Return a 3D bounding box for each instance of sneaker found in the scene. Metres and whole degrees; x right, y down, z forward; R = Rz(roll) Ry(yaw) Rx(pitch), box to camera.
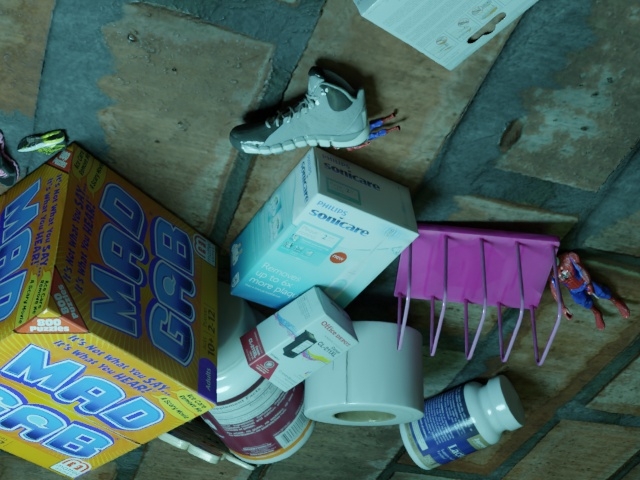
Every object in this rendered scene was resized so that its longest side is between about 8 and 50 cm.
[{"bbox_3d":[-0.454,-0.153,1.476,0.083,0.031,0.035,-11,138,6],"label":"sneaker"},{"bbox_3d":[-0.532,-0.125,1.480,0.047,0.057,0.119,-9,139,1],"label":"sneaker"},{"bbox_3d":[-0.035,-0.214,1.432,0.228,0.086,0.132,-6,126,-4],"label":"sneaker"}]

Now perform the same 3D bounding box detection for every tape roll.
[{"bbox_3d":[0.089,0.277,1.847,0.246,0.169,0.246,1,160,0],"label":"tape roll"}]

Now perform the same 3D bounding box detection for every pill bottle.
[{"bbox_3d":[-0.168,0.270,1.828,0.224,0.224,0.392,-16,136,11],"label":"pill bottle"},{"bbox_3d":[0.330,0.418,2.096,0.264,0.153,0.153,-29,133,23],"label":"pill bottle"}]

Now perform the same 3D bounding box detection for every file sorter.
[{"bbox_3d":[0.291,0.111,1.704,0.290,0.182,0.202,5,138,1],"label":"file sorter"}]

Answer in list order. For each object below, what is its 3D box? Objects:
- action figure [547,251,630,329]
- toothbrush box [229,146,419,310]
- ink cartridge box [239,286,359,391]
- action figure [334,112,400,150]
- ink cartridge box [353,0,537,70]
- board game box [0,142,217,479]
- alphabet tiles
[{"bbox_3d":[0.534,0.119,1.811,0.091,0.139,0.280,-34,128,25],"label":"action figure"},{"bbox_3d":[0.000,0.000,1.624,0.216,0.126,0.295,22,130,-28],"label":"toothbrush box"},{"bbox_3d":[-0.037,0.181,1.645,0.175,0.072,0.127,-35,135,12],"label":"ink cartridge box"},{"bbox_3d":[0.074,-0.177,1.505,0.115,0.030,0.038,-22,99,18],"label":"action figure"},{"bbox_3d":[0.187,-0.361,1.322,0.189,0.066,0.232,-37,150,29],"label":"ink cartridge box"},{"bbox_3d":[-0.425,0.134,1.550,0.356,0.356,0.356,-30,133,24],"label":"board game box"},{"bbox_3d":[-0.258,0.445,2.007,0.278,0.021,0.284,23,177,10],"label":"alphabet tiles"}]
